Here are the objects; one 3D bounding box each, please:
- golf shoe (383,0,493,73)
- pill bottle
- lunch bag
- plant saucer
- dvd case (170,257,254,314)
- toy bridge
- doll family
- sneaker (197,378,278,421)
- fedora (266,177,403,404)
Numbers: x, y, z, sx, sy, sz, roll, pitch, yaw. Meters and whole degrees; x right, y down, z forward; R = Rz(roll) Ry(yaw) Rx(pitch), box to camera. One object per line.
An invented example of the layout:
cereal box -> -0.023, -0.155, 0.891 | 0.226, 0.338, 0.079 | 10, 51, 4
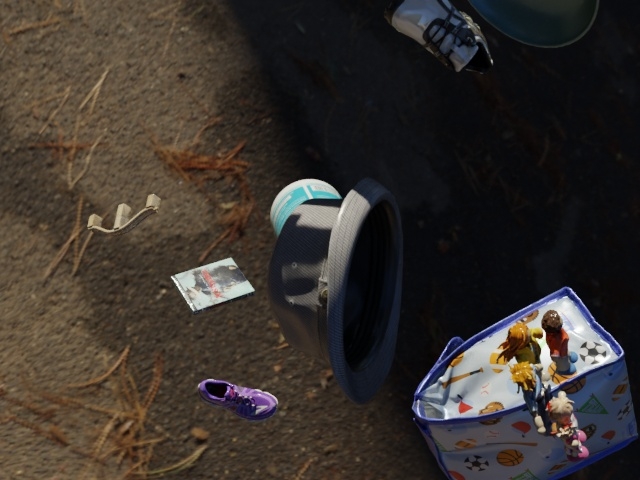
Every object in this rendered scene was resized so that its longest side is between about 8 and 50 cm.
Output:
golf shoe -> 0.175, -0.289, 1.198 | 0.198, 0.077, 0.094 | 9, 42, -42
pill bottle -> 0.000, 0.000, 1.521 | 0.146, 0.146, 0.264 | 32, 14, -24
lunch bag -> 0.386, 0.323, 1.680 | 0.328, 0.385, 0.239 | 61, 0, -41
plant saucer -> 0.130, -0.178, 0.544 | 0.021, 0.119, 0.119 | -43, 101, -18
dvd case -> -0.184, 0.077, 1.472 | 0.119, 0.013, 0.087 | -18, 53, -30
toy bridge -> -0.403, -0.043, 1.751 | 0.026, 0.188, 0.063 | 41, 45, -44
doll family -> 0.349, 0.228, 1.385 | 0.263, 0.118, 0.163 | -83, 151, -44
sneaker -> -0.172, 0.327, 1.763 | 0.169, 0.071, 0.068 | 13, 71, -1
fedora -> 0.015, 0.056, 1.074 | 0.243, 0.124, 0.276 | -40, 133, -58
